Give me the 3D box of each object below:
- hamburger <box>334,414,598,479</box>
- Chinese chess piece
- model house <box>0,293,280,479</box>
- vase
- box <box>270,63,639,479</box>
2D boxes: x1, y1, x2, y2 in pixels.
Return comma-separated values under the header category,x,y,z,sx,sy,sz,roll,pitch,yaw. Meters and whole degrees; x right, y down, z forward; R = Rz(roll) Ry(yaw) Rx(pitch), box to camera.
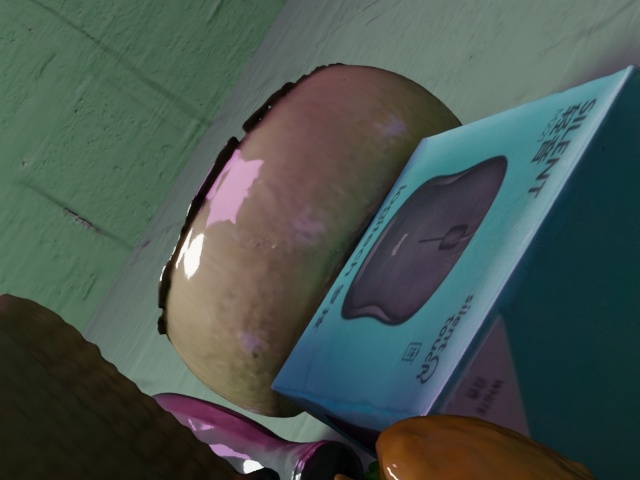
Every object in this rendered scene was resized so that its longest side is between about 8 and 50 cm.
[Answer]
category,x,y,z,sx,sy,sz,roll,pitch,yaw
hamburger,0.071,0.138,0.556,0.115,0.162,0.162,-57,12,5
Chinese chess piece,0.000,0.000,1.062,0.270,0.112,0.270,-49,-18,-22
model house,-0.163,0.245,0.799,0.334,0.342,0.382,-50,1,10
vase,-0.059,0.163,1.059,0.214,0.086,0.086,1,55,51
box,0.100,0.035,0.797,0.205,0.118,0.311,-60,12,-10
